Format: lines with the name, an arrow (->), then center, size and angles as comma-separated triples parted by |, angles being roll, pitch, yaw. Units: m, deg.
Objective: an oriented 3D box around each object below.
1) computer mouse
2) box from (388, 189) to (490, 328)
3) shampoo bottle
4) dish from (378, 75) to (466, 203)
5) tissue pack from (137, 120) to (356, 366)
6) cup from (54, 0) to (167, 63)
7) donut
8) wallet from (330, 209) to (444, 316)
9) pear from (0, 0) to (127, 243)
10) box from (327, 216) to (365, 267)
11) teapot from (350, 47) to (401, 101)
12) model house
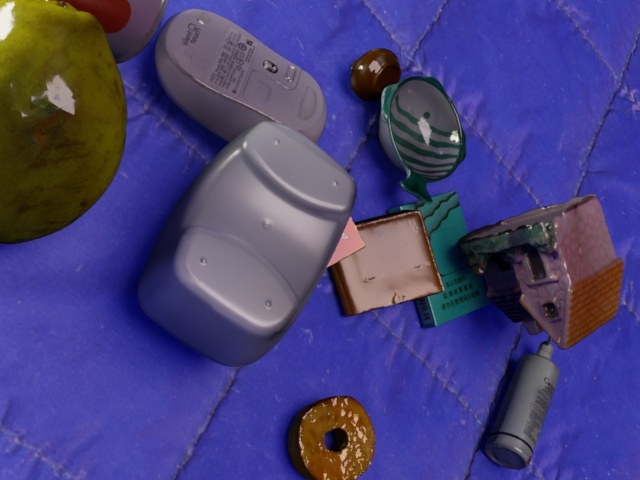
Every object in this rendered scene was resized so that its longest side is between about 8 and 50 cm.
computer mouse -> -0.130, -0.235, 1.558 | 0.296, 0.121, 0.184 | 24, 54, -17
box -> 0.220, 0.032, 1.824 | 0.160, 0.042, 0.227 | -16, 90, -42
shampoo bottle -> 0.390, 0.301, 1.869 | 0.085, 0.085, 0.262 | 45, 54, -22
dish -> 0.167, -0.182, 1.811 | 0.224, 0.078, 0.246 | 28, 62, -34
tissue pack -> -0.112, 0.011, 1.438 | 0.229, 0.236, 0.333 | 35, 59, -11
cup -> -0.367, -0.361, 1.297 | 0.288, 0.203, 0.203 | 12, 71, -50
donut -> 0.014, 0.318, 1.569 | 0.151, 0.058, 0.152 | 11, 72, -36
wallet -> 0.106, 0.038, 1.708 | 0.195, 0.042, 0.161 | -15, 83, -23
pear -> -0.373, -0.148, 1.235 | 0.269, 0.269, 0.321 | 21, 104, -34
box -> 0.000, 0.000, 1.638 | 0.133, 0.023, 0.090 | -27, 95, -24
teapot -> 0.095, -0.305, 1.795 | 0.129, 0.078, 0.098 | -17, 130, -52
model house -> 0.397, 0.070, 1.782 | 0.202, 0.237, 0.238 | -25, 96, -47
